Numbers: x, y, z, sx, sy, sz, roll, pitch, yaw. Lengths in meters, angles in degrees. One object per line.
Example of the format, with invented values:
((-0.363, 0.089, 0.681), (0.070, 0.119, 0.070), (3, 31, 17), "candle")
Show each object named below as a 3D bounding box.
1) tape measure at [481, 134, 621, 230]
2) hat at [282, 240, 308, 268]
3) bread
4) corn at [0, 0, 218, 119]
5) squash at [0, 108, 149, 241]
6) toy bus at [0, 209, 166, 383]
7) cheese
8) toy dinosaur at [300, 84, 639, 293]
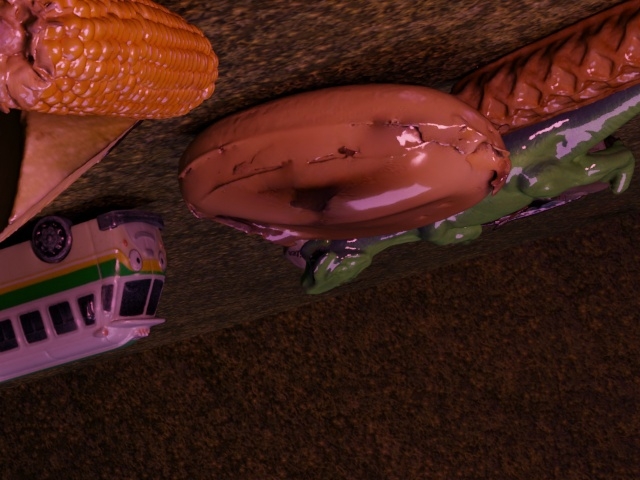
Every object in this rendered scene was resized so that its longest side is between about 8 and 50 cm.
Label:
((0.255, -0.077, 1.989), (0.207, 0.115, 0.235), (-22, 169, 34), "tape measure")
((-0.003, -0.006, 2.213), (0.122, 0.081, 0.166), (-19, 161, 18), "hat")
((0.263, -0.172, 1.451), (0.084, 0.077, 0.368), (-4, 167, -46), "bread")
((-0.144, -0.124, 1.025), (0.091, 0.091, 0.260), (2, -178, 19), "corn")
((-0.201, -0.050, 1.236), (0.155, 0.204, 0.237), (17, 157, -27), "squash")
((-0.313, 0.065, 1.810), (0.276, 0.164, 0.134), (-16, 173, 21), "toy bus")
((0.036, -0.073, 1.494), (0.316, 0.128, 0.260), (-7, 173, 40), "cheese")
((0.182, -0.107, 1.626), (0.375, 0.144, 0.500), (-18, 161, -20), "toy dinosaur")
